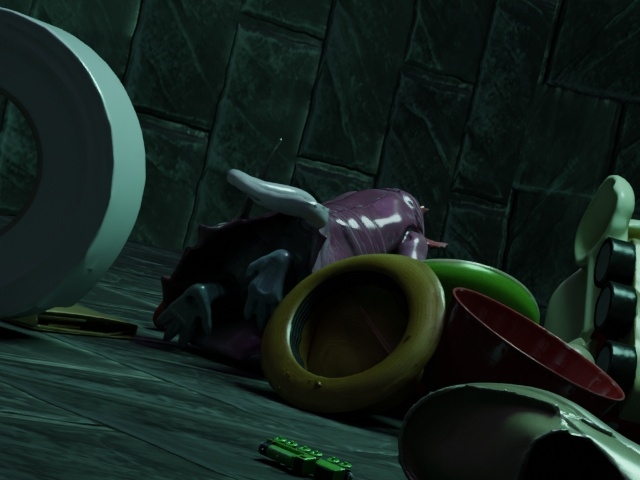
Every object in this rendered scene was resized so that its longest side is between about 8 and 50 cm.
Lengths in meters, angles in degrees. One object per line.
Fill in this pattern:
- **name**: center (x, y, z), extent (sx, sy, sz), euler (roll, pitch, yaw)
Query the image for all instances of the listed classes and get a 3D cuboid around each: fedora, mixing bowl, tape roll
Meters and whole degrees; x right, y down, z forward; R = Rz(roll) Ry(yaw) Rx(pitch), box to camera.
- **fedora**: center (0.038, 0.098, 1.805), extent (0.194, 0.194, 0.079), euler (15, -34, 40)
- **mixing bowl**: center (0.170, 0.130, 1.775), extent (0.181, 0.098, 0.181), euler (31, 10, -6)
- **tape roll**: center (-0.304, -0.066, 1.783), extent (0.286, 0.286, 0.100), euler (14, 1, 11)

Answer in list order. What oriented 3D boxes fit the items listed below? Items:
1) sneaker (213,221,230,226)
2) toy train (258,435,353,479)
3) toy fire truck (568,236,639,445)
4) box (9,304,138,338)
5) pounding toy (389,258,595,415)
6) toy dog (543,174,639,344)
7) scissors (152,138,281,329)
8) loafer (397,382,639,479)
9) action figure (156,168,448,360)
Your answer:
- **sneaker**: center (-0.005, 0.073, 2.324), extent (0.321, 0.126, 0.127), euler (29, 15, 39)
- **toy train**: center (-0.011, 0.152, 1.363), extent (0.024, 0.017, 0.083), euler (-3, 13, -44)
- **toy fire truck**: center (0.307, 0.142, 2.155), extent (0.158, 0.217, 0.246), euler (13, -40, -8)
- **box**: center (-0.307, 0.061, 1.968), extent (0.201, 0.021, 0.164), euler (14, 1, 30)
- **pounding toy**: center (0.136, 0.127, 1.909), extent (0.183, 0.110, 0.237), euler (-29, -50, 36)
- **toy dog**: center (0.519, 0.144, 2.610), extent (0.408, 0.284, 0.395), euler (12, -35, -8)
- **scissors**: center (-0.091, -0.008, 2.135), extent (0.021, 0.297, 0.109), euler (46, 31, 20)
- **loafer**: center (0.144, 0.149, 1.266), extent (0.268, 0.102, 0.092), euler (16, -3, 44)
- **action figure**: center (0.000, 0.000, 2.076), extent (0.248, 0.276, 0.370), euler (28, 33, 33)
